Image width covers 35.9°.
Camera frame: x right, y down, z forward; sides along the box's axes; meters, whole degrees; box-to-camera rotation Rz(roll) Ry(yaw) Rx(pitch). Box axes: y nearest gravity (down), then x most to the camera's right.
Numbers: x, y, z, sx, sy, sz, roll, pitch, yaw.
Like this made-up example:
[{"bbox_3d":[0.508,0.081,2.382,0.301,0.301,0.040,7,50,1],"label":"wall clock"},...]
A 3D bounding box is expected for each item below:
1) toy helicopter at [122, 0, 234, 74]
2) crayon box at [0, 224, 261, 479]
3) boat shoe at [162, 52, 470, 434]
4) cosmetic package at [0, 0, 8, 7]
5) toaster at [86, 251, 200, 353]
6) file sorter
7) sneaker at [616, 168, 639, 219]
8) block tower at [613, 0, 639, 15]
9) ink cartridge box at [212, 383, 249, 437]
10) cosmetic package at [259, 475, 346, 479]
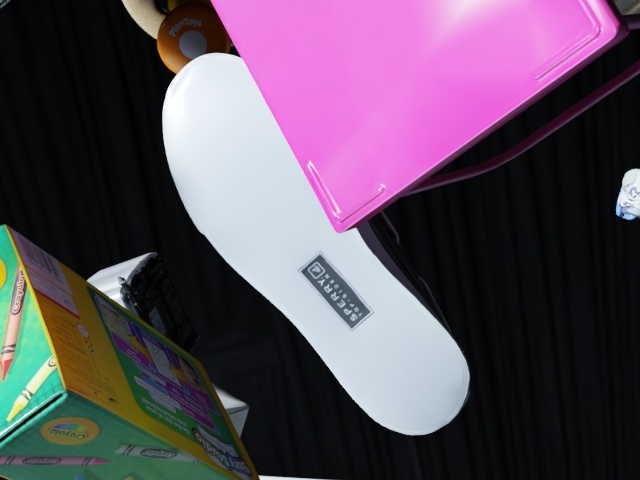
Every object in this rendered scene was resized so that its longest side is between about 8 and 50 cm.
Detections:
[{"bbox_3d":[-0.072,-0.357,1.126,0.355,0.235,0.140,-25,19,8],"label":"toy helicopter"},{"bbox_3d":[-0.162,0.125,0.761,0.081,0.278,0.165,-38,51,4],"label":"crayon box"},{"bbox_3d":[0.004,-0.002,0.720,0.113,0.306,0.105,-42,2,10],"label":"boat shoe"},{"bbox_3d":[-0.351,-0.388,0.941,0.153,0.296,0.129,-34,-24,22],"label":"cosmetic package"},{"bbox_3d":[-0.271,0.115,1.439,0.110,0.186,0.168,-17,17,14],"label":"toaster"},{"bbox_3d":[0.061,-0.192,0.601,0.182,0.291,0.202,-17,-14,-48],"label":"file sorter"},{"bbox_3d":[0.356,-0.051,1.072,0.052,0.058,0.135,28,-9,7],"label":"sneaker"},{"bbox_3d":[0.222,-0.324,0.995,0.097,0.335,0.091,-42,40,31],"label":"block tower"},{"bbox_3d":[-0.206,0.273,1.203,0.172,0.237,0.100,26,15,31],"label":"ink cartridge box"},{"bbox_3d":[-0.100,0.508,1.654,0.453,0.230,0.161,6,-14,-9],"label":"cosmetic package"}]
